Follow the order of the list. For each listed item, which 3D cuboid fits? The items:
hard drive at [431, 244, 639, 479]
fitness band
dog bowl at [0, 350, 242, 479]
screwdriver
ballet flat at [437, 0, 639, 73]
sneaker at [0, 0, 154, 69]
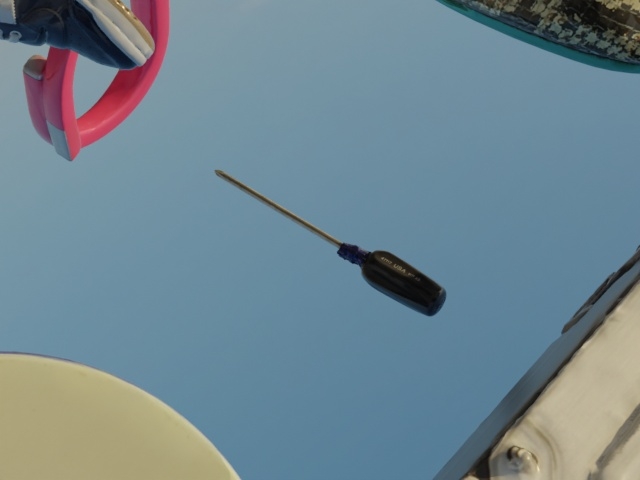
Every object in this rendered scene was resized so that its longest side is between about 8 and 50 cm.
[{"bbox_3d":[0.216,0.118,0.411,0.237,0.339,0.064,-43,174,-27],"label":"hard drive"},{"bbox_3d":[-0.247,-0.209,1.621,0.209,0.054,0.291,-55,169,-25],"label":"fitness band"},{"bbox_3d":[-0.148,0.185,0.642,0.265,0.265,0.104,-42,-179,-21],"label":"dog bowl"},{"bbox_3d":[0.000,0.000,0.852,0.169,0.024,0.025,26,-102,23],"label":"screwdriver"},{"bbox_3d":[0.031,-0.266,0.840,0.482,0.182,0.164,34,-127,28],"label":"ballet flat"},{"bbox_3d":[-0.270,-0.171,1.042,0.153,0.282,0.099,-56,-165,-3],"label":"sneaker"}]
